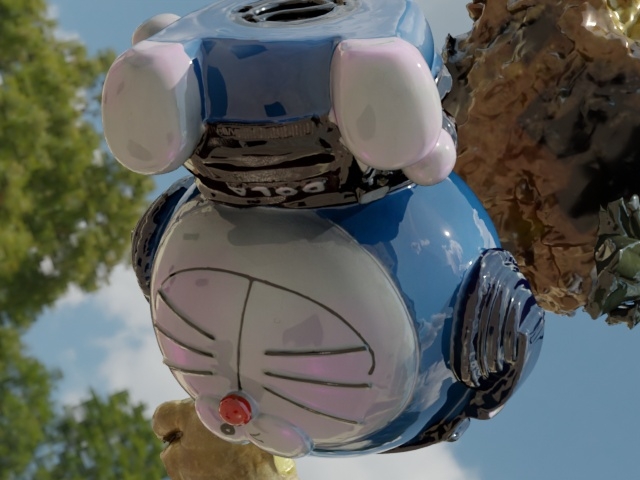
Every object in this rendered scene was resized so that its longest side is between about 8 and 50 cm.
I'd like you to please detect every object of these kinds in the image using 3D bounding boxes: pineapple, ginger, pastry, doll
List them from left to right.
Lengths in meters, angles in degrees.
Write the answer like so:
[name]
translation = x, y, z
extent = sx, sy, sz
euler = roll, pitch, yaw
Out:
[ginger]
translation = -0.093, 0.260, 1.567
extent = 0.157, 0.102, 0.216
euler = -26, -87, 17
[doll]
translation = 0.000, 0.000, 0.909
extent = 0.284, 0.240, 0.310
euler = 7, -61, 27
[pastry]
translation = 0.230, -0.099, 1.360
extent = 0.292, 0.337, 0.405
euler = 28, -37, -4
[pineapple]
translation = 0.362, 0.050, 1.179
extent = 0.141, 0.309, 0.170
euler = -145, -114, -77
